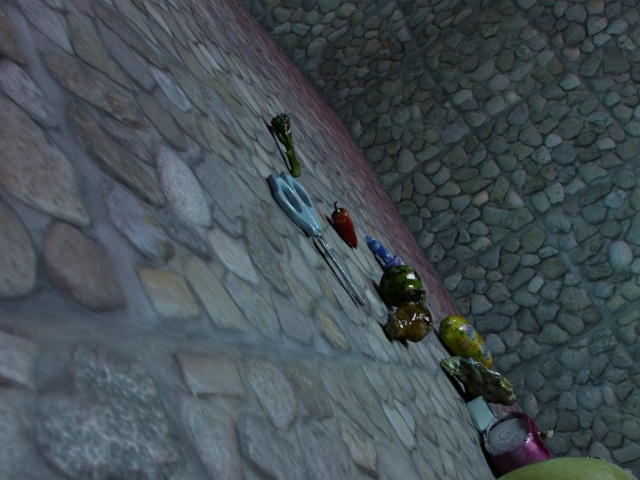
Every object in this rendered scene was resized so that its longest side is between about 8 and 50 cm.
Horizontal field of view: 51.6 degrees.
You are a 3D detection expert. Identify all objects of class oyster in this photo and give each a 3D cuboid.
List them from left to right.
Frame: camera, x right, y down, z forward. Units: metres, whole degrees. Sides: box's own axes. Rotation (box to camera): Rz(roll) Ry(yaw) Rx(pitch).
[{"bbox_3d":[0.493,0.447,2.055,0.223,0.083,0.214,11,-34,41],"label":"oyster"}]

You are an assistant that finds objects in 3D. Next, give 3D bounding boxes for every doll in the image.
[{"bbox_3d":[0.220,0.060,2.169,0.206,0.067,0.110,47,1,7],"label":"doll"}]

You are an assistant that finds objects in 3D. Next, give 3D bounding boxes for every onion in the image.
[{"bbox_3d":[0.554,0.589,1.832,0.200,0.200,0.207,53,-9,-19],"label":"onion"}]

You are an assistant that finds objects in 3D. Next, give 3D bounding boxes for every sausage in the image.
[{"bbox_3d":[0.536,0.386,2.430,0.347,0.123,0.123,49,13,-38],"label":"sausage"}]

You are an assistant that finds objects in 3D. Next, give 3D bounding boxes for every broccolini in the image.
[{"bbox_3d":[-0.094,-0.256,1.764,0.058,0.067,0.216,40,28,-46],"label":"broccolini"}]

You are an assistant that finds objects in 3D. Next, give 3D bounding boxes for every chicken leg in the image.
[{"bbox_3d":[0.214,0.214,1.682,0.107,0.087,0.251,38,12,19],"label":"chicken leg"}]

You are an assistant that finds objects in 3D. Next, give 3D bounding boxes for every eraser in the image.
[{"bbox_3d":[0.537,0.584,2.018,0.210,0.068,0.124,51,9,-28],"label":"eraser"}]

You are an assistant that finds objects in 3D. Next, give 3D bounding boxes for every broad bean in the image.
[{"bbox_3d":[0.291,0.195,2.059,0.153,0.072,0.206,32,26,-37],"label":"broad bean"}]

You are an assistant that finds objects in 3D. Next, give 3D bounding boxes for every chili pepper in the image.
[{"bbox_3d":[0.066,-0.040,1.819,0.191,0.050,0.059,63,1,-40],"label":"chili pepper"}]

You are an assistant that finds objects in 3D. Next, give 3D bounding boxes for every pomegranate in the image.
[{"bbox_3d":[0.233,0.133,1.825,0.122,0.122,0.161,50,-11,-32],"label":"pomegranate"}]

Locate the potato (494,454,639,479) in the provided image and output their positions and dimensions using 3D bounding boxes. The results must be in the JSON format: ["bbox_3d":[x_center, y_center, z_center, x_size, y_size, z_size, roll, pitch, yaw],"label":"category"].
[{"bbox_3d":[0.577,0.647,1.397,0.385,0.319,0.442,55,14,-1],"label":"potato"}]

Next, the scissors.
[{"bbox_3d":[-0.001,0.001,1.475,0.360,0.029,0.191,58,15,-3],"label":"scissors"}]
